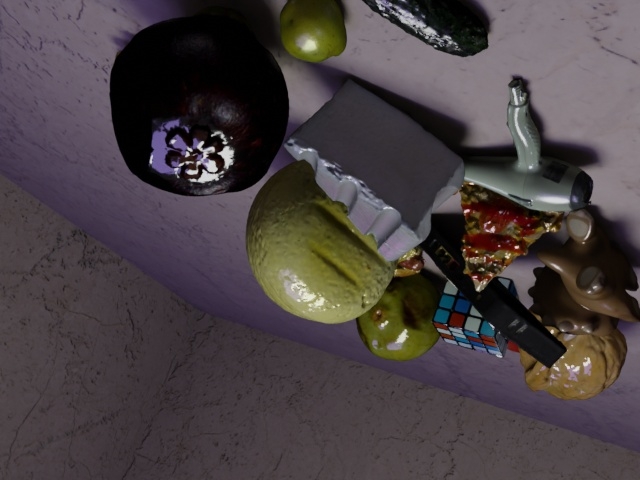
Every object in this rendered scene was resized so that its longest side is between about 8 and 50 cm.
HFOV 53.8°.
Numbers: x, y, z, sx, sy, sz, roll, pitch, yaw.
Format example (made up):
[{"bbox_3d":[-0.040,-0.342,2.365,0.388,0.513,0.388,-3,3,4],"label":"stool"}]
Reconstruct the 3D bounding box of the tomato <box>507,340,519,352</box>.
[{"bbox_3d":[0.532,0.256,1.663,0.166,0.082,0.174,28,159,-18],"label":"tomato"}]

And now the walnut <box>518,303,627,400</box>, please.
[{"bbox_3d":[0.538,0.226,1.364,0.224,0.257,0.257,50,177,31],"label":"walnut"}]

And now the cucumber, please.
[{"bbox_3d":[0.096,-0.278,0.720,0.245,0.067,0.067,30,160,-17],"label":"cucumber"}]

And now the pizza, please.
[{"bbox_3d":[0.288,-0.007,1.040,0.188,0.199,0.062,18,-173,21],"label":"pizza"}]

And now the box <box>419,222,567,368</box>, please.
[{"bbox_3d":[0.314,0.091,1.220,0.211,0.058,0.350,36,-167,-31],"label":"box"}]

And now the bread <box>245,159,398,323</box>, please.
[{"bbox_3d":[0.006,0.002,1.211,0.320,0.321,0.237,33,174,-29],"label":"bread"}]

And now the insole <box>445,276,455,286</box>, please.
[{"bbox_3d":[0.281,0.074,1.353,0.081,0.011,0.248,42,-169,2],"label":"insole"}]

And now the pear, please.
[{"bbox_3d":[-0.009,-0.275,0.824,0.096,0.092,0.092,28,161,-13],"label":"pear"}]

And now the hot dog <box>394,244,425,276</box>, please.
[{"bbox_3d":[0.139,0.022,1.448,0.213,0.103,0.146,14,161,28],"label":"hot dog"}]

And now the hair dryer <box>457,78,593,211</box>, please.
[{"bbox_3d":[0.267,-0.130,0.943,0.225,0.088,0.219,47,157,-23],"label":"hair dryer"}]

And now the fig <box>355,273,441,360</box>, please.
[{"bbox_3d":[0.218,0.192,1.634,0.239,0.240,0.271,7,179,41],"label":"fig"}]

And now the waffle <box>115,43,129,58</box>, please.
[{"bbox_3d":[-0.250,-0.277,1.149,0.219,0.057,0.229,6,154,41],"label":"waffle"}]

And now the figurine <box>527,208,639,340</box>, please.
[{"bbox_3d":[0.450,0.079,1.121,0.173,0.177,0.247,-18,151,37],"label":"figurine"}]

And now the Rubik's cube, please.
[{"bbox_3d":[0.376,0.173,1.511,0.154,0.151,0.155,14,159,29],"label":"Rubik's cube"}]

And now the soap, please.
[{"bbox_3d":[0.083,-0.104,1.061,0.257,0.159,0.302,34,169,4],"label":"soap"}]

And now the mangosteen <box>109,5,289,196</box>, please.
[{"bbox_3d":[-0.185,-0.207,0.929,0.287,0.233,0.288,38,138,45],"label":"mangosteen"}]
